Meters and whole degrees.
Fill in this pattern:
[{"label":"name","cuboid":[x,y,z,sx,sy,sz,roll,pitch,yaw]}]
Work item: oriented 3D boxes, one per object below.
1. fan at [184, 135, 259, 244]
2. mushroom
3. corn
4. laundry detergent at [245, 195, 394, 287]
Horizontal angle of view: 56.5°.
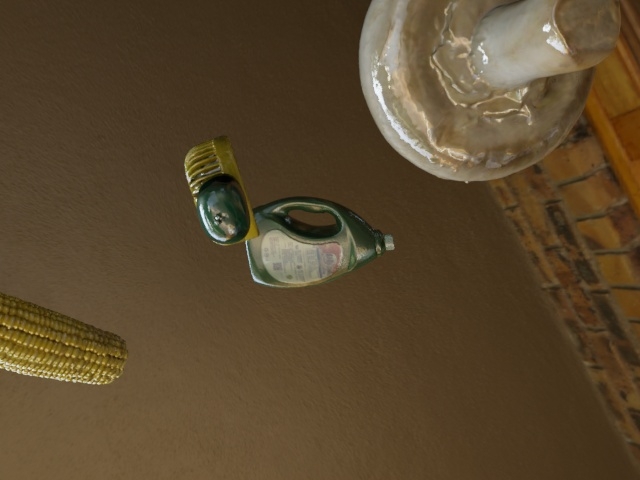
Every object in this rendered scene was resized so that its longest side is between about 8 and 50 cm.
[{"label":"fan","cuboid":[-0.071,-0.030,0.424,0.039,0.155,0.082,-18,-77,-6]},{"label":"mushroom","cuboid":[0.141,-0.147,0.469,0.207,0.215,0.208,-2,-80,-15]},{"label":"corn","cuboid":[-0.388,0.141,0.825,0.244,0.093,0.093,34,-101,-43]},{"label":"laundry detergent","cuboid":[0.000,0.000,0.862,0.210,0.063,0.137,-5,-71,7]}]
